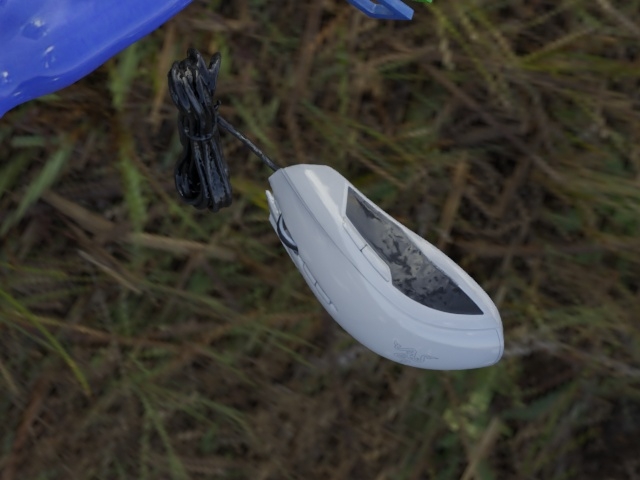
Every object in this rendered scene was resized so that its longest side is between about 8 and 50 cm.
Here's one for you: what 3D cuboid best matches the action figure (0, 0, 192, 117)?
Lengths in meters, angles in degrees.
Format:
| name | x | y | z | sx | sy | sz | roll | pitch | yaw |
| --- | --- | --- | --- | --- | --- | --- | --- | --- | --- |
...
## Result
| name | x | y | z | sx | sy | sz | roll | pitch | yaw |
| --- | --- | --- | --- | --- | --- | --- | --- | --- | --- |
| action figure | -0.034 | -0.078 | 0.311 | 0.280 | 0.139 | 0.091 | -28 | 74 | -7 |

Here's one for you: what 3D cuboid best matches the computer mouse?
| name | x | y | z | sx | sy | sz | roll | pitch | yaw |
| --- | --- | --- | --- | --- | --- | --- | --- | --- | --- |
| computer mouse | 0.000 | 0.000 | 0.829 | 0.193 | 0.106 | 0.042 | 39 | 64 | 13 |

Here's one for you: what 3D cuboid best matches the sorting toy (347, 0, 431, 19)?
| name | x | y | z | sx | sy | sz | roll | pitch | yaw |
| --- | --- | --- | --- | --- | --- | --- | --- | --- | --- |
| sorting toy | -0.030 | -0.317 | 1.815 | 0.347 | 0.196 | 0.047 | 25 | 79 | -28 |
